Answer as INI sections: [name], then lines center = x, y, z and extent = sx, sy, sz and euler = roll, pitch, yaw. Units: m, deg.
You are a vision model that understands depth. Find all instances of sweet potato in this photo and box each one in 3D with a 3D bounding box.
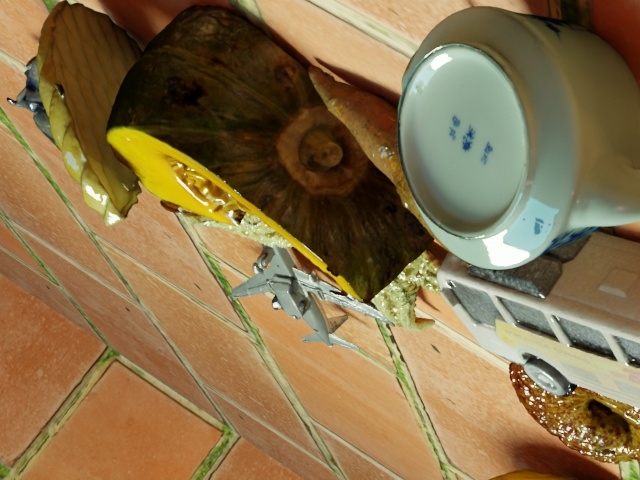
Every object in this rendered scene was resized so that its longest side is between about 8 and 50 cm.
[sweet potato]
center = 0.071, -0.068, 1.492
extent = 0.226, 0.068, 0.068
euler = 51, 174, 25

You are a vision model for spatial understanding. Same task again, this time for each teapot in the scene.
[teapot]
center = 0.137, -0.069, 1.167
extent = 0.232, 0.159, 0.159
euler = 43, 174, 40

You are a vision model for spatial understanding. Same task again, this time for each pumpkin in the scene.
[pumpkin]
center = -0.048, -0.066, 1.621
extent = 0.280, 0.139, 0.190
euler = 42, 163, -8

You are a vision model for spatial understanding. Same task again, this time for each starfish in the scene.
[starfish]
center = 0.000, -0.003, 1.803
extent = 0.358, 0.078, 0.347
euler = 28, 176, -14

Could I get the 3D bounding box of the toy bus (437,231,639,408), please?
[toy bus]
center = 0.231, 0.065, 1.434
extent = 0.342, 0.097, 0.138
euler = 20, 156, 51

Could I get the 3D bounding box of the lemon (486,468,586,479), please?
[lemon]
center = 0.248, 0.433, 2.174
extent = 0.364, 0.364, 0.364
euler = 35, 167, 9

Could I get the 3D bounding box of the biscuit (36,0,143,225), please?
[biscuit]
center = -0.197, -0.131, 1.729
extent = 0.187, 0.036, 0.273
euler = 63, -162, -11

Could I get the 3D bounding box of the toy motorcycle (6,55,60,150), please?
[toy motorcycle]
center = -0.254, -0.146, 1.962
extent = 0.159, 0.106, 0.270
euler = 48, 174, -27

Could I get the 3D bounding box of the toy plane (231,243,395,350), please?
[toy plane]
center = -0.024, 0.055, 2.155
extent = 0.226, 0.058, 0.226
euler = 8, 152, 33

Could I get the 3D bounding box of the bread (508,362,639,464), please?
[bread]
center = 0.243, 0.132, 1.627
extent = 0.193, 0.064, 0.193
euler = 26, 148, 18
